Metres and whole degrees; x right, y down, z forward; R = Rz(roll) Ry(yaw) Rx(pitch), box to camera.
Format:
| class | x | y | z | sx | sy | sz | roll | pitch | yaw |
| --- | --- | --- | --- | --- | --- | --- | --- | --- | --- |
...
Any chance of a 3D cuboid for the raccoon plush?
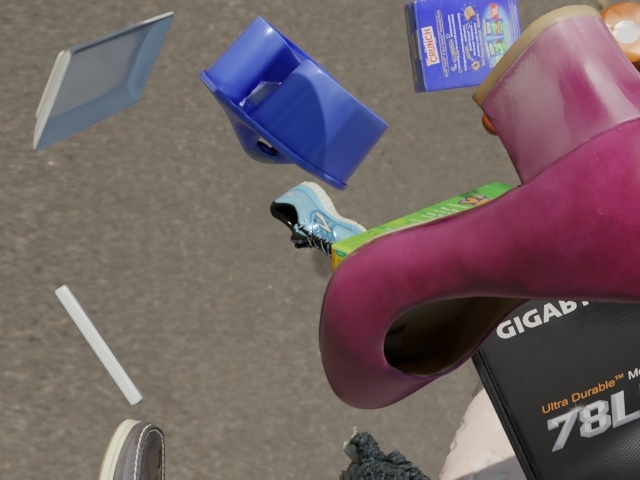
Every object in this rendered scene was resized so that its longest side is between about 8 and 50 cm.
| class | x | y | z | sx | sy | sz | roll | pitch | yaw |
| --- | --- | --- | --- | --- | --- | --- | --- | --- | --- |
| raccoon plush | 0.155 | 0.362 | 1.786 | 0.446 | 0.216 | 0.299 | -42 | 142 | -52 |

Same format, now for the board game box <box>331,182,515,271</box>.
| class | x | y | z | sx | sy | sz | roll | pitch | yaw |
| --- | --- | --- | --- | --- | --- | --- | --- | --- | --- |
| board game box | 0.142 | -0.001 | 1.133 | 0.259 | 0.124 | 0.039 | -24 | 123 | -41 |

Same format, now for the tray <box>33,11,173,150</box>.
| class | x | y | z | sx | sy | sz | roll | pitch | yaw |
| --- | --- | --- | --- | --- | --- | --- | --- | --- | --- |
| tray | -0.276 | -0.209 | 1.501 | 0.145 | 0.030 | 0.270 | -61 | 173 | 26 |

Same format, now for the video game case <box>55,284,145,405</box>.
| class | x | y | z | sx | sy | sz | roll | pitch | yaw |
| --- | --- | --- | --- | --- | --- | --- | --- | --- | --- |
| video game case | -0.311 | 0.153 | 1.706 | 0.022 | 0.173 | 0.190 | -35 | 88 | -10 |

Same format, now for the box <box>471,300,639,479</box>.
| class | x | y | z | sx | sy | sz | roll | pitch | yaw |
| --- | --- | --- | --- | --- | --- | --- | --- | --- | --- |
| box | 0.279 | 0.100 | 0.903 | 0.295 | 0.073 | 0.293 | -24 | 117 | 4 |

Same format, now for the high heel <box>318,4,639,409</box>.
| class | x | y | z | sx | sy | sz | roll | pitch | yaw |
| --- | --- | --- | --- | --- | --- | --- | --- | --- | --- |
| high heel | 0.073 | 0.033 | 0.466 | 0.082 | 0.244 | 0.117 | -5 | 56 | -34 |

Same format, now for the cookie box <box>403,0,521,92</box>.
| class | x | y | z | sx | sy | sz | roll | pitch | yaw |
| --- | --- | --- | --- | --- | --- | --- | --- | --- | --- |
| cookie box | 0.143 | -0.198 | 1.190 | 0.107 | 0.040 | 0.092 | -8 | 94 | -13 |

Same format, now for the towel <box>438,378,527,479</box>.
| class | x | y | z | sx | sy | sz | roll | pitch | yaw |
| --- | --- | --- | --- | --- | --- | --- | --- | --- | --- |
| towel | 0.249 | 0.287 | 1.234 | 0.332 | 0.316 | 0.053 | -60 | 135 | -33 |

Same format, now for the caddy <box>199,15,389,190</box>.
| class | x | y | z | sx | sy | sz | roll | pitch | yaw |
| --- | --- | --- | --- | --- | --- | --- | --- | --- | --- |
| caddy | -0.048 | -0.195 | 1.863 | 0.179 | 0.241 | 0.341 | -50 | 156 | 7 |

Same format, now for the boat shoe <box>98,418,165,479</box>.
| class | x | y | z | sx | sy | sz | roll | pitch | yaw |
| --- | --- | --- | --- | --- | --- | --- | --- | --- | --- |
| boat shoe | -0.167 | 0.313 | 1.159 | 0.103 | 0.092 | 0.285 | 57 | 31 | -58 |

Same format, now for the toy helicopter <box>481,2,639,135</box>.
| class | x | y | z | sx | sy | sz | roll | pitch | yaw |
| --- | --- | --- | --- | --- | --- | --- | --- | --- | --- |
| toy helicopter | 0.312 | -0.126 | 1.533 | 0.140 | 0.234 | 0.355 | 57 | 33 | -75 |

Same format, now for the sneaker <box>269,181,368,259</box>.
| class | x | y | z | sx | sy | sz | roll | pitch | yaw |
| --- | --- | --- | --- | --- | --- | --- | --- | --- | --- |
| sneaker | 0.000 | 0.000 | 1.377 | 0.073 | 0.162 | 0.063 | -20 | 138 | -36 |
